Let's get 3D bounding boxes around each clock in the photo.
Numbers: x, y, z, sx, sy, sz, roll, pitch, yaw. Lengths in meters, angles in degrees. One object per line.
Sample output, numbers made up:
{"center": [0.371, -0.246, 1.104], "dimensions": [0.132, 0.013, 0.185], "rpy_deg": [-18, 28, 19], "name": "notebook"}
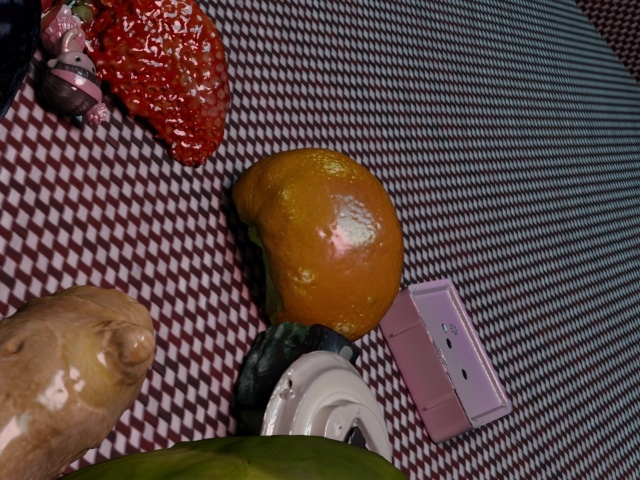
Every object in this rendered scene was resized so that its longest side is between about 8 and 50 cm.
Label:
{"center": [0.157, 0.153, 1.738], "dimensions": [0.150, 0.063, 0.197], "rpy_deg": [-6, 69, -62], "name": "clock"}
{"center": [0.020, 0.228, 1.345], "dimensions": [0.236, 0.053, 0.236], "rpy_deg": [8, 80, -57], "name": "clock"}

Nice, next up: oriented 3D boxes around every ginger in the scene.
{"center": [-0.230, 0.129, 0.970], "dimensions": [0.354, 0.190, 0.126], "rpy_deg": [-44, 114, -50], "name": "ginger"}

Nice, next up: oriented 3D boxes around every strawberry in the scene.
{"center": [-0.168, -0.210, 1.473], "dimensions": [0.236, 0.107, 0.175], "rpy_deg": [40, 33, -37], "name": "strawberry"}

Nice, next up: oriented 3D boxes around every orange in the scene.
{"center": [0.003, -0.005, 1.514], "dimensions": [0.179, 0.158, 0.237], "rpy_deg": [7, 58, -40], "name": "orange"}

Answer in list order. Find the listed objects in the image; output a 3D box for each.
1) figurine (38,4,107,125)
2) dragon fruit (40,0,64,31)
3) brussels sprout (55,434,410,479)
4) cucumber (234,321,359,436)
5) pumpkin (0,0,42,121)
{"center": [-0.253, -0.175, 1.355], "dimensions": [0.072, 0.054, 0.129], "rpy_deg": [50, 17, -54], "name": "figurine"}
{"center": [-0.310, -0.246, 1.166], "dimensions": [0.193, 0.192, 0.274], "rpy_deg": [42, 42, -49], "name": "dragon fruit"}
{"center": [-0.049, 0.284, 1.010], "dimensions": [0.371, 0.315, 0.276], "rpy_deg": [16, 73, -62], "name": "brussels sprout"}
{"center": [-0.018, 0.148, 1.421], "dimensions": [0.115, 0.086, 0.193], "rpy_deg": [60, 33, -16], "name": "cucumber"}
{"center": [-0.362, -0.183, 0.891], "dimensions": [0.363, 0.266, 0.363], "rpy_deg": [25, 45, -27], "name": "pumpkin"}
